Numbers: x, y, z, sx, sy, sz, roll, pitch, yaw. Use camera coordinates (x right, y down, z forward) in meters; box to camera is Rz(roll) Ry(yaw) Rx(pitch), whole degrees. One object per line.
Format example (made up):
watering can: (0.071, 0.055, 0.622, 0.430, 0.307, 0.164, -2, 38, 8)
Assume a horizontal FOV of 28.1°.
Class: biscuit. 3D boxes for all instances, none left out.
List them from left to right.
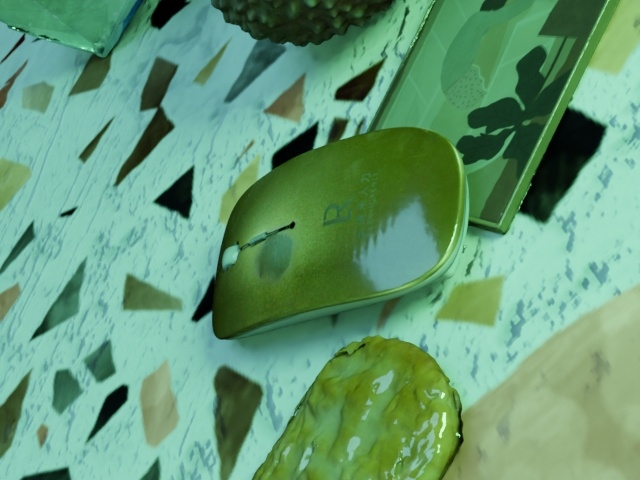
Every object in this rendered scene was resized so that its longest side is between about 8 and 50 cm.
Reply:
biscuit: (-0.016, 0.159, 0.654, 0.247, 0.029, 0.118, -58, 38, 0)

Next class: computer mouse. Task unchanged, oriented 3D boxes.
computer mouse: (-0.001, -0.001, 0.725, 0.199, 0.045, 0.102, -17, 57, 42)

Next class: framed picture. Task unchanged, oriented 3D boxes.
framed picture: (0.098, -0.106, 0.727, 0.136, 0.010, 0.201, 18, 79, 50)

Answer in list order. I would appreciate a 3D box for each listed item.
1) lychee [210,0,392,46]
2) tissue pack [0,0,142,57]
lychee: (-0.005, -0.210, 0.781, 0.197, 0.165, 0.165, 119, 159, -58)
tissue pack: (-0.181, -0.318, 1.024, 0.198, 0.146, 0.264, 136, 145, -54)
